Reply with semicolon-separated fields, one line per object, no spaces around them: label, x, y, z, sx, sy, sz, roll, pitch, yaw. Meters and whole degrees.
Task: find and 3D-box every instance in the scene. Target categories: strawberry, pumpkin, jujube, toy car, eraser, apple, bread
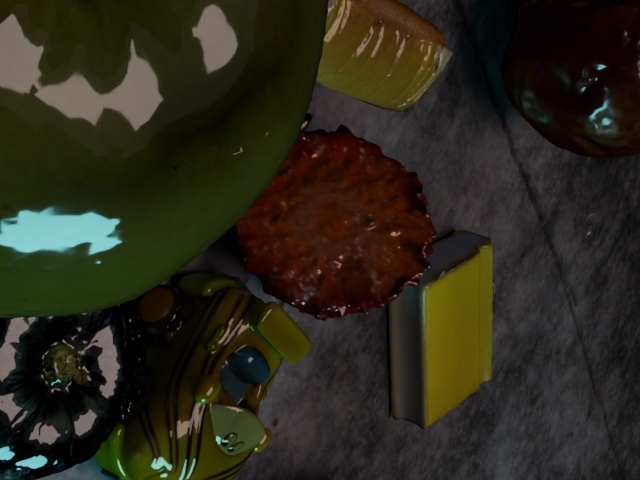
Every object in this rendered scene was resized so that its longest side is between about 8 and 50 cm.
strawberry;0.000;0.000;1.697;0.234;0.234;0.178;-52;171;-25
pumpkin;-0.261;0.098;1.365;0.233;0.163;0.233;-10;104;-44
jujube;0.380;-0.255;1.981;0.377;0.276;0.276;-39;133;-42
toy car;-0.116;0.159;1.602;0.248;0.142;0.200;-62;143;-16
eraser;0.159;0.112;2.011;0.158;0.069;0.226;-29;128;-40
apple;-0.216;-0.161;1.043;0.474;0.474;0.473;-26;125;-45
bread;0.006;-0.214;1.592;0.288;0.152;0.119;13;100;-54
